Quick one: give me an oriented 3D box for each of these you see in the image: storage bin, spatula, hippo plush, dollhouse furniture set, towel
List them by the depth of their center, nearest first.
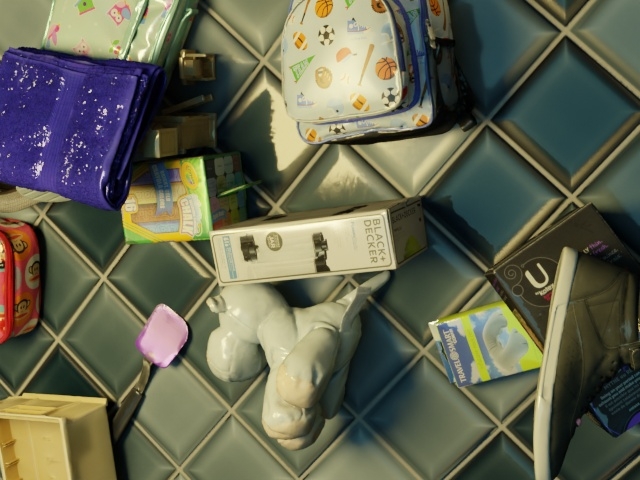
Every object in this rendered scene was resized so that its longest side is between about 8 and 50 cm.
[{"bbox_3d":[-0.394,-0.182,1.406,0.308,0.076,0.228,13,81,30],"label":"towel"},{"bbox_3d":[-0.075,0.157,1.430,0.236,0.234,0.294,24,108,16],"label":"hippo plush"},{"bbox_3d":[-0.251,-0.220,1.461,0.101,0.182,0.161,4,102,22],"label":"dollhouse furniture set"},{"bbox_3d":[-0.322,0.253,1.658,0.084,0.030,0.296,35,111,19],"label":"spatula"},{"bbox_3d":[-0.504,0.424,1.700,0.260,0.123,0.262,-3,99,31],"label":"storage bin"}]

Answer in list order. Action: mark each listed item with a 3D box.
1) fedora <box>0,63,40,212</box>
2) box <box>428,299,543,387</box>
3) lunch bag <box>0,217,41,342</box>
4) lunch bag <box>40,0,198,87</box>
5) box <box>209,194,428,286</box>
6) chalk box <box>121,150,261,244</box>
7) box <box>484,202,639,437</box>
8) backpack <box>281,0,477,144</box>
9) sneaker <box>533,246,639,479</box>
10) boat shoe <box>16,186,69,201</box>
[{"bbox_3d":[-0.519,-0.177,1.609,0.275,0.124,0.244,-29,89,17],"label":"fedora"},{"bbox_3d":[0.256,0.152,1.398,0.178,0.042,0.109,-19,91,23],"label":"box"},{"bbox_3d":[-0.661,0.075,1.724,0.293,0.120,0.258,11,108,22],"label":"lunch bag"},{"bbox_3d":[-0.321,-0.359,1.505,0.224,0.108,0.279,28,109,16],"label":"lunch bag"},{"bbox_3d":[0.000,0.000,1.407,0.290,0.169,0.087,-7,97,22],"label":"box"},{"bbox_3d":[-0.200,-0.071,1.495,0.213,0.132,0.132,-2,98,24],"label":"chalk box"},{"bbox_3d":[0.372,0.106,1.266,0.165,0.143,0.270,-35,85,3],"label":"box"},{"bbox_3d":[0.063,-0.275,1.320,0.276,0.213,0.263,-4,87,26],"label":"backpack"},{"bbox_3d":[0.345,0.163,1.139,0.147,0.104,0.296,11,84,11],"label":"sneaker"},{"bbox_3d":[-0.388,-0.125,1.487,0.226,0.083,0.076,-14,52,24],"label":"boat shoe"}]
